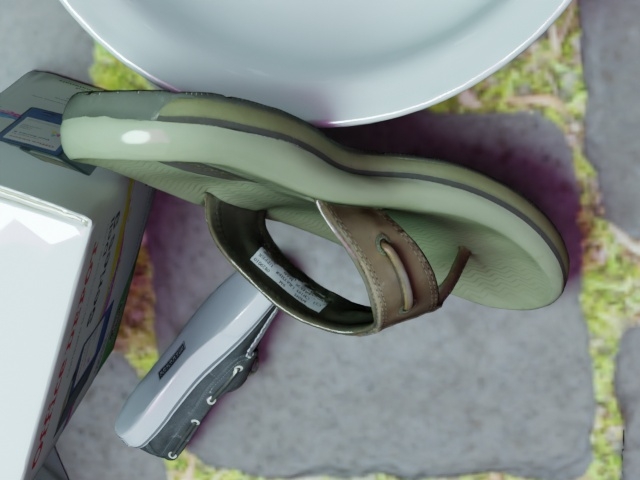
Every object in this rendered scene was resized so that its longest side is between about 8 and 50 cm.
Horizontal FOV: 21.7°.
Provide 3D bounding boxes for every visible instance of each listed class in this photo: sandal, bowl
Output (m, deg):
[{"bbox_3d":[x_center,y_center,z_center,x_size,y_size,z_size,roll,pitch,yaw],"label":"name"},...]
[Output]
[{"bbox_3d":[-0.002,0.000,0.812,0.120,0.303,0.086,-8,72,47],"label":"sandal"},{"bbox_3d":[0.003,-0.212,0.798,0.298,0.134,0.298,2,107,7],"label":"bowl"}]

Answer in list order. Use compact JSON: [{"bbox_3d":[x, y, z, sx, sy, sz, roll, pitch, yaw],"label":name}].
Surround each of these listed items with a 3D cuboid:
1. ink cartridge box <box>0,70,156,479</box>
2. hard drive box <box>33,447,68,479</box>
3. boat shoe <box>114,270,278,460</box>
[{"bbox_3d":[-0.151,0.016,0.843,0.093,0.212,0.154,18,107,2],"label":"ink cartridge box"},{"bbox_3d":[-0.279,0.167,0.922,0.232,0.181,0.089,-18,103,11],"label":"hard drive box"},{"bbox_3d":[-0.059,0.067,0.937,0.040,0.049,0.142,34,110,-23],"label":"boat shoe"}]
